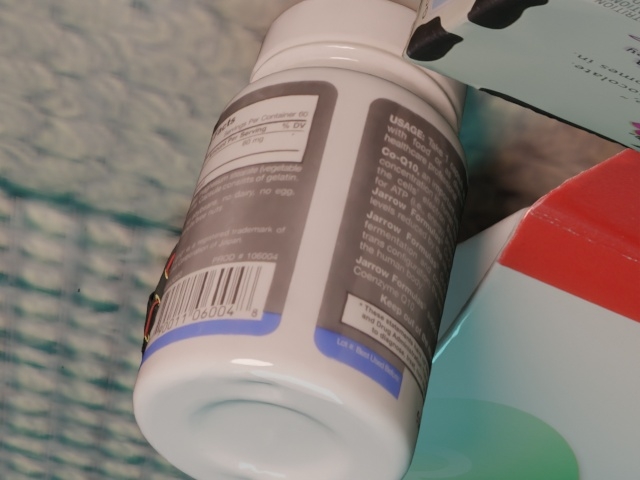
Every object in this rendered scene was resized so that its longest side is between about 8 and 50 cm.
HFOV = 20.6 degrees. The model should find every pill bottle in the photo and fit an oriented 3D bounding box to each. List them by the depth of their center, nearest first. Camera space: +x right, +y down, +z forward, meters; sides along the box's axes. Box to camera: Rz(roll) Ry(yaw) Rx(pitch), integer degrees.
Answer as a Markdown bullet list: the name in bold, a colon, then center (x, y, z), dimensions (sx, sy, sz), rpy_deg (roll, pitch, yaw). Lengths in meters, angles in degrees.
- **pill bottle**: center (0.000, 0.000, 0.504), dimensions (0.078, 0.137, 0.078), rpy_deg (10, 145, 7)

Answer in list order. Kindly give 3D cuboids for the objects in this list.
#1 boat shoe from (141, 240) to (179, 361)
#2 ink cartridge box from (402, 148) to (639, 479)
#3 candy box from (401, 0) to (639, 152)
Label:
- **boat shoe**: center (-0.042, 0.034, 0.657), dimensions (0.049, 0.042, 0.133), rpy_deg (-5, 152, -21)
- **ink cartridge box**: center (0.110, 0.049, 0.586), dimensions (0.181, 0.056, 0.225), rpy_deg (22, 148, -31)
- **candy box**: center (0.129, -0.058, 0.350), dimensions (0.159, 0.071, 0.233), rpy_deg (20, 171, -13)
